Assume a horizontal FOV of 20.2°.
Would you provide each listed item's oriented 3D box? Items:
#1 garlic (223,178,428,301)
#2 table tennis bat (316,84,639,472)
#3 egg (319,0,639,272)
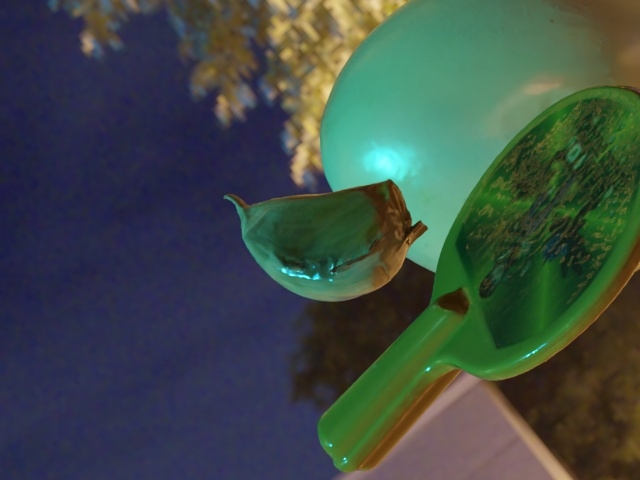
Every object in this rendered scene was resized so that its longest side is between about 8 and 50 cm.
[{"bbox_3d":[0.003,0.005,1.258,0.152,0.084,0.066,-8,-31,28],"label":"garlic"},{"bbox_3d":[0.110,0.033,1.144,0.050,0.198,0.321,31,-65,-25],"label":"table tennis bat"},{"bbox_3d":[0.171,-0.096,1.498,0.345,0.283,0.283,-7,-19,3],"label":"egg"}]
